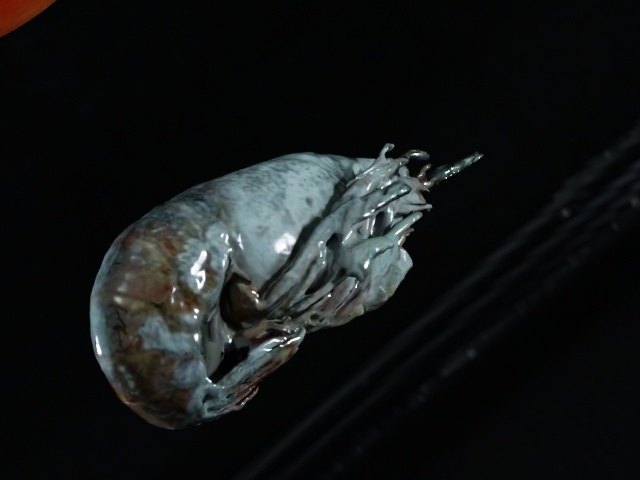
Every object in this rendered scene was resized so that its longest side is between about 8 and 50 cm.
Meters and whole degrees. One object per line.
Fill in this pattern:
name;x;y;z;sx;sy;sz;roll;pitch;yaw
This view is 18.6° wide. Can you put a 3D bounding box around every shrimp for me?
shrimp;0.000;0.000;0.746;0.090;0.079;0.233;-10;-167;44

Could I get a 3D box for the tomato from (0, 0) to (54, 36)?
tomato;-0.183;-0.137;0.789;0.199;0.228;0.112;-22;-123;57
